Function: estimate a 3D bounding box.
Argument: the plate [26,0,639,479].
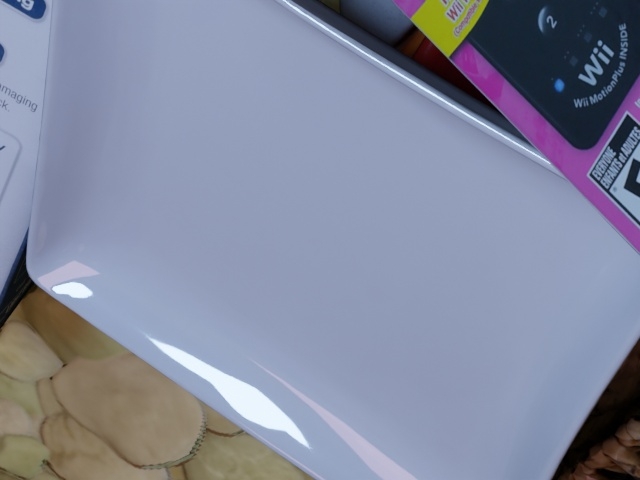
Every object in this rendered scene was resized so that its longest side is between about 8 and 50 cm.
[{"bbox_3d":[0.000,0.000,0.752,0.277,0.045,0.278,34,144,13],"label":"plate"}]

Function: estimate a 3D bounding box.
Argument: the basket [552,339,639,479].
[{"bbox_3d":[0.163,0.150,0.800,0.223,0.213,0.299,25,133,-22],"label":"basket"}]

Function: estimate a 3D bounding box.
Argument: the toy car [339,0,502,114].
[{"bbox_3d":[0.092,-0.081,0.744,0.159,0.136,0.182,40,129,-8],"label":"toy car"}]

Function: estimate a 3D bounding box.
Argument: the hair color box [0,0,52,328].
[{"bbox_3d":[-0.173,-0.117,0.851,0.174,0.105,0.347,30,131,0],"label":"hair color box"}]

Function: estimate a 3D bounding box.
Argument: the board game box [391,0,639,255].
[{"bbox_3d":[0.098,-0.168,0.587,0.303,0.097,0.224,51,127,32],"label":"board game box"}]
